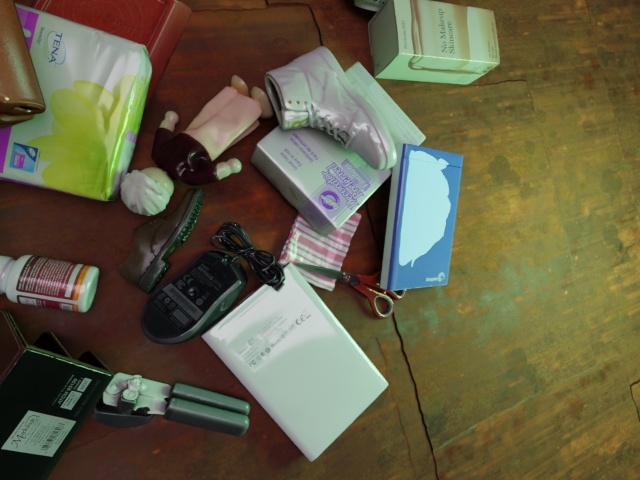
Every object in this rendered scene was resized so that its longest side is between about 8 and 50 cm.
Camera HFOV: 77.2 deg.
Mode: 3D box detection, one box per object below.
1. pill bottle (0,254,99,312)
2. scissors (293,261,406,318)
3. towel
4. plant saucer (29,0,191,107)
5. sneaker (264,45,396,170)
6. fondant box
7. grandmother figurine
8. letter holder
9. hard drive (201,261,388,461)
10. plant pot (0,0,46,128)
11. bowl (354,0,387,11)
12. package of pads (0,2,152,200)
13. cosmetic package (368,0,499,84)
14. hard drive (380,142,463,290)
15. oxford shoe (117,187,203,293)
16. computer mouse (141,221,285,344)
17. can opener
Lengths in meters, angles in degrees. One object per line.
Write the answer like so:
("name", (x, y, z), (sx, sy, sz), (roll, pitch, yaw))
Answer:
("pill bottle", (-0.482, 0.073, 0.703), (0.152, 0.086, 0.085), (14, 80, -18))
("scissors", (0.078, 0.082, 0.923), (0.297, 0.021, 0.108), (33, 79, -21))
("towel", (0.000, 0.000, 0.915), (0.144, 0.029, 0.196), (26, 77, -15))
("plant saucer", (-0.425, -0.435, 0.795), (0.259, 0.048, 0.258), (22, 77, -17))
("sneaker", (0.008, -0.232, 0.792), (0.169, 0.108, 0.292), (-32, 80, -20))
("fondant box", (0.046, -0.205, 0.900), (0.238, 0.096, 0.330), (46, 70, -5))
("grandmother figurine", (-0.243, -0.179, 0.790), (0.208, 0.104, 0.342), (32, 68, 28))
("letter holder", (-0.526, 0.292, 0.648), (0.152, 0.215, 0.301), (45, 68, -44))
("hard drive", (-0.045, 0.255, 0.856), (0.233, 0.047, 0.353), (-40, 98, -14))
("plant pot", (-0.520, -0.285, 0.520), (0.273, 0.272, 0.264), (-20, 105, -20))
("bowl", (0.127, -0.611, 0.978), (0.170, 0.170, 0.080), (-1, 129, -20))
("package of pads", (-0.445, -0.231, 0.713), (0.229, 0.101, 0.296), (13, 92, -16))
("cosmetic package", (0.285, -0.497, 1.013), (0.297, 0.129, 0.153), (-6, 88, -20))
("hard drive", (0.239, -0.049, 0.933), (0.210, 0.040, 0.318), (0, 98, -37))
("oxford shoe", (-0.309, -0.018, 0.779), (0.096, 0.083, 0.227), (31, 71, -4))
("computer mouse", (-0.218, 0.103, 0.793), (0.188, 0.072, 0.272), (42, 67, 19))
("can opener", (-0.276, 0.321, 0.772), (0.281, 0.074, 0.093), (18, 113, -16))
